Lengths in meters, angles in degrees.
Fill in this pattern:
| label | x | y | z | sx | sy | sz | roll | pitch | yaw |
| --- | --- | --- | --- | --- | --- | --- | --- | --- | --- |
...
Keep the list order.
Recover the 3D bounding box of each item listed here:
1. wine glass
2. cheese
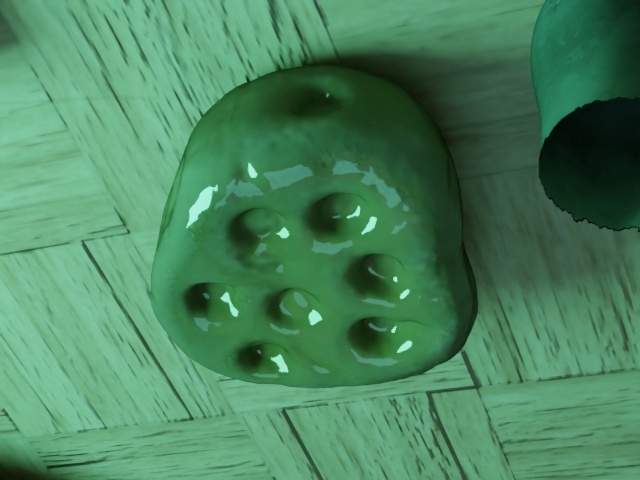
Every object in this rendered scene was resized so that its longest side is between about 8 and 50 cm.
| label | x | y | z | sx | sy | sz | roll | pitch | yaw |
| --- | --- | --- | --- | --- | --- | --- | --- | --- | --- |
| wine glass | 0.151 | -0.098 | 0.682 | 0.093 | 0.202 | 0.093 | 7 | 134 | 8 |
| cheese | 0.000 | 0.000 | 0.871 | 0.218 | 0.117 | 0.235 | 36 | 129 | -22 |
